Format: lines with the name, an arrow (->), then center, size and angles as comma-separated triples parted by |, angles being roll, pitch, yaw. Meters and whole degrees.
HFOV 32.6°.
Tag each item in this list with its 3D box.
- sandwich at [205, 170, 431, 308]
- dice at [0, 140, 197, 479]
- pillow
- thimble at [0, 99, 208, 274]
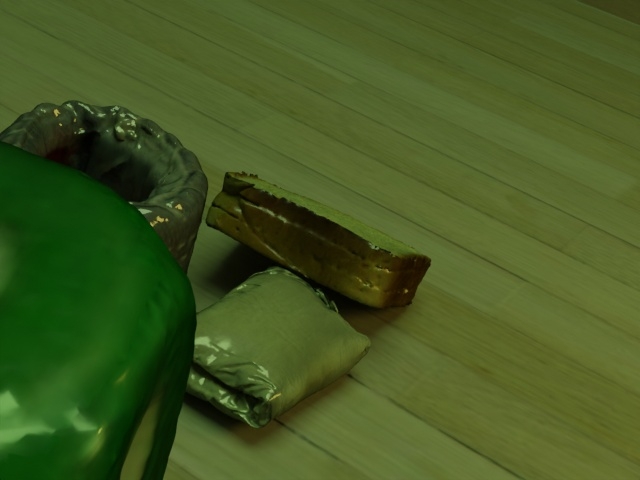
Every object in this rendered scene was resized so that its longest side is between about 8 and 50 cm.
sandwich -> 0.000, 0.000, 1.149 | 0.215, 0.065, 0.186 | 26, 6, 15
dice -> -0.253, 0.123, 0.664 | 0.297, 0.300, 0.287 | 16, 33, 0
pillow -> -0.052, 0.099, 1.011 | 0.134, 0.077, 0.181 | 31, 34, 24
thimble -> -0.225, -0.013, 1.034 | 0.205, 0.172, 0.236 | -4, 37, -35
